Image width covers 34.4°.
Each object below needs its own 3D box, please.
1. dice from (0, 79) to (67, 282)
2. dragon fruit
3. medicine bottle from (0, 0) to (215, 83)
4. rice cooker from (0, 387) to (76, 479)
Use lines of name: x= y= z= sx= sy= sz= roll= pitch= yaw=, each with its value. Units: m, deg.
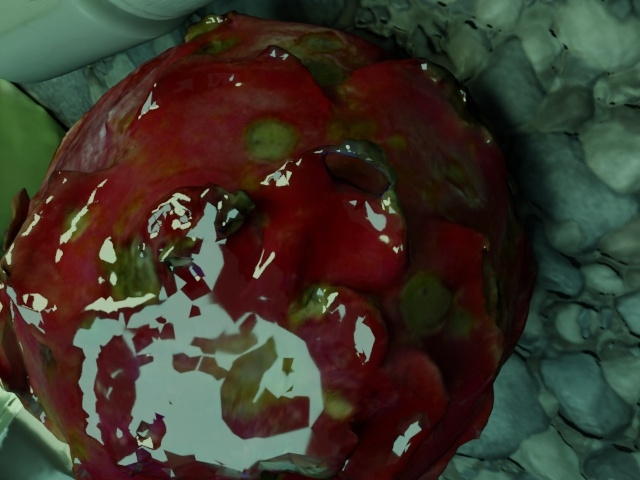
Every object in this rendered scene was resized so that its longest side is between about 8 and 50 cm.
dice: x=-0.375 y=-0.009 z=0.993 sx=0.250 sy=0.252 sz=0.254 roll=39 pitch=139 yaw=8
dragon fruit: x=-0.049 y=0.055 z=0.686 sx=0.386 sy=0.249 sz=0.371 roll=5 pitch=118 yaw=6
medicine bottle: x=-0.157 y=-0.199 z=0.721 sx=0.252 sy=0.144 sz=0.144 roll=-4 pitch=120 yaw=46
rice cooker: x=-0.180 y=0.194 z=0.973 sx=0.277 sy=0.288 sz=0.288 roll=37 pitch=140 yaw=12
